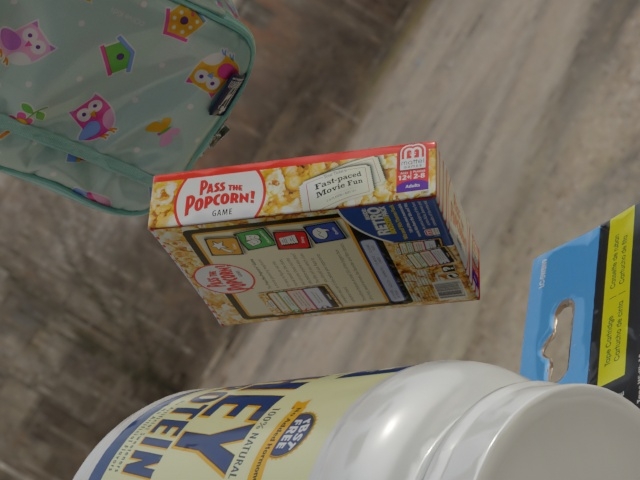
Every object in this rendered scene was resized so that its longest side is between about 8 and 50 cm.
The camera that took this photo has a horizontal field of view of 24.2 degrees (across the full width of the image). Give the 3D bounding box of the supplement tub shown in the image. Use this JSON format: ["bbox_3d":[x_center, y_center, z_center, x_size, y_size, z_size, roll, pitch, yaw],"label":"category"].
[{"bbox_3d":[0.024,0.190,0.834,0.325,0.235,0.235,-12,39,46],"label":"supplement tub"}]

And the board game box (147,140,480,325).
[{"bbox_3d":[0.000,0.000,1.014,0.146,0.194,0.045,61,-154,-56],"label":"board game box"}]

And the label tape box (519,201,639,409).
[{"bbox_3d":[0.302,0.048,1.079,0.334,0.106,0.240,-34,26,37],"label":"label tape box"}]

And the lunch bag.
[{"bbox_3d":[-0.204,-0.143,1.251,0.224,0.279,0.108,-57,33,18],"label":"lunch bag"}]
